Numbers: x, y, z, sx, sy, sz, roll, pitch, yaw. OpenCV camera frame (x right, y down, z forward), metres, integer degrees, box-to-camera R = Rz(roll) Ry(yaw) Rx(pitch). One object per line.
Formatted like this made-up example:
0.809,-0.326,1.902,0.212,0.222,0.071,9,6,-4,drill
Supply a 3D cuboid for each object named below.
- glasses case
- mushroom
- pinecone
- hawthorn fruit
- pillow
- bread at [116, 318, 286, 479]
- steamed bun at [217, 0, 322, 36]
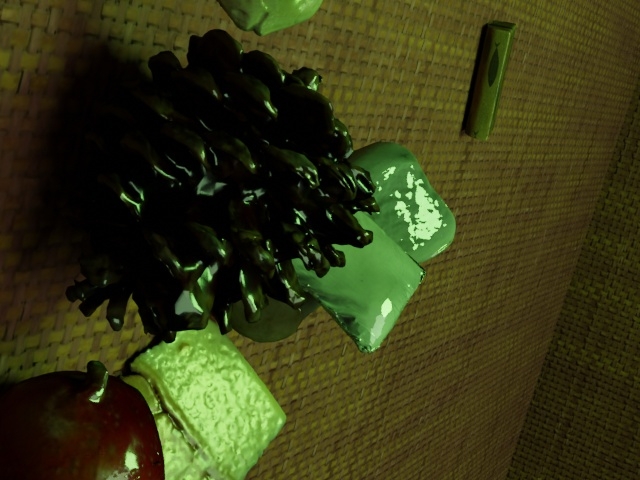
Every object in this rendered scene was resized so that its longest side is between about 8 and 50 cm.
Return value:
0.253,-0.240,1.709,0.064,0.041,0.170,-50,152,-61,glasses case
0.020,0.006,1.268,0.328,0.159,0.122,-38,161,-44,mushroom
-0.085,-0.037,0.922,0.257,0.243,0.243,-41,160,12,pinecone
-0.203,0.177,0.921,0.169,0.169,0.188,-25,127,-59,hawthorn fruit
0.000,0.000,1.155,0.128,0.229,0.051,-49,-177,-36,pillow
-0.171,0.192,1.159,0.240,0.135,0.178,-48,116,-38,bread
-0.054,-0.232,0.874,0.192,0.177,0.106,-36,144,-45,steamed bun
